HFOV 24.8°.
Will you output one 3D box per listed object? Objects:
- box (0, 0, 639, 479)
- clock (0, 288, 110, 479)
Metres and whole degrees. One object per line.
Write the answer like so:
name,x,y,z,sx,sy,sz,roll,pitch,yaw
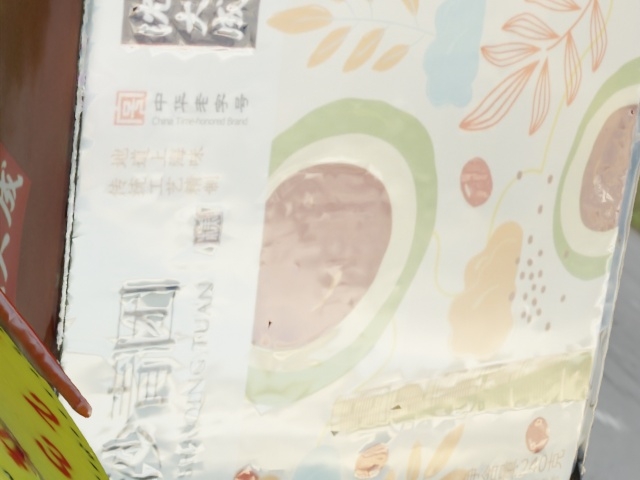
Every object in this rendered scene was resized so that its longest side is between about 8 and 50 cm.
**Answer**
box,0.000,0.000,0.815,0.385,0.345,0.122,-3,17,-37
clock,-0.155,-0.003,0.460,0.277,0.071,0.293,50,-6,-9
